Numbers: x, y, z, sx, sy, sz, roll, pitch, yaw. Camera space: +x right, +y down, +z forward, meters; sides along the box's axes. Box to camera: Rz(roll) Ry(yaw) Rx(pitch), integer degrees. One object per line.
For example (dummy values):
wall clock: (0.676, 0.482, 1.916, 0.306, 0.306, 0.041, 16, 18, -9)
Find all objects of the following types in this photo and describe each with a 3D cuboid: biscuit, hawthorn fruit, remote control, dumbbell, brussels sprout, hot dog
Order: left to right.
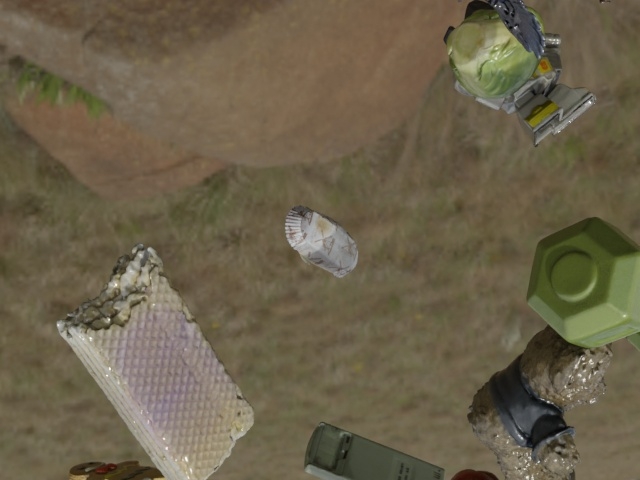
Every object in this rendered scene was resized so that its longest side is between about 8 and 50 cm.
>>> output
biscuit: (-0.416, 0.480, 2.072, 0.240, 0.035, 0.158, 2, -172, 28)
biscuit: (-0.150, 0.125, 0.963, 0.062, 0.108, 0.239, 11, 138, 43)
hot dog: (0.000, 0.000, 1.858, 0.053, 0.099, 0.192, -7, 153, 40)
remote control: (0.107, 0.457, 2.007, 0.285, 0.123, 0.038, 20, 132, -3)
hawthorn fruit: (0.264, 0.447, 1.718, 0.128, 0.128, 0.128, -7, 163, -2)
brussels sprout: (0.290, -0.309, 1.669, 0.181, 0.143, 0.161, -10, 167, -34)
dumbbell: (0.324, 0.064, 1.024, 0.121, 0.108, 0.302, -29, 150, 33)

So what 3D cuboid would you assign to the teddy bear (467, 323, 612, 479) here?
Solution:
teddy bear: (0.224, 0.180, 1.068, 0.129, 0.182, 0.251, 2, 130, -14)

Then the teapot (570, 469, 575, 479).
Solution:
teapot: (0.384, 0.412, 1.659, 0.087, 0.096, 0.177, -49, -179, 24)

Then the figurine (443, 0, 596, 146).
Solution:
figurine: (0.356, -0.314, 1.881, 0.308, 0.308, 0.143, 6, 133, -39)

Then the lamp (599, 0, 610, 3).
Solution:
lamp: (0.440, -0.450, 1.592, 0.182, 0.140, 0.182, -4, -152, 2)

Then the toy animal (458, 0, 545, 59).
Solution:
toy animal: (0.142, -0.257, 0.966, 0.062, 0.220, 0.108, -43, -177, 10)
